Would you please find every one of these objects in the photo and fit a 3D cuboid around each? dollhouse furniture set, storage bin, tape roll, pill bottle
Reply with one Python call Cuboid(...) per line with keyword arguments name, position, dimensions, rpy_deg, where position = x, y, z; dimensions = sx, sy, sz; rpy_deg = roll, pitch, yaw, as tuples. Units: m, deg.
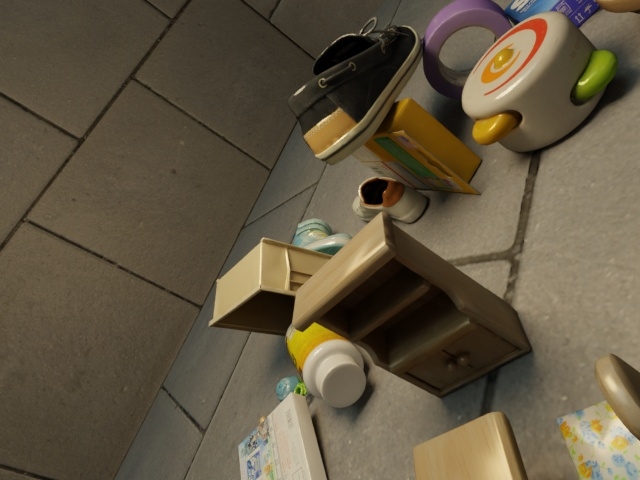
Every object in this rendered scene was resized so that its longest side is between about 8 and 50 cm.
Cuboid(name="dollhouse furniture set", position=(0.111, 0.199, 0.390), dimensions=(0.362, 0.256, 0.394), rpy_deg=(-45, 24, 32))
Cuboid(name="storage bin", position=(-0.089, 0.129, 0.960), dimensions=(0.262, 0.260, 0.123), rpy_deg=(-38, 46, 44))
Cuboid(name="tape roll", position=(0.319, -0.414, 0.875), dimensions=(0.189, 0.189, 0.080), rpy_deg=(-40, 26, 40))
Cuboid(name="pill bottle", position=(0.009, 0.228, 0.782), dimensions=(0.117, 0.117, 0.215), rpy_deg=(-59, 20, -1))

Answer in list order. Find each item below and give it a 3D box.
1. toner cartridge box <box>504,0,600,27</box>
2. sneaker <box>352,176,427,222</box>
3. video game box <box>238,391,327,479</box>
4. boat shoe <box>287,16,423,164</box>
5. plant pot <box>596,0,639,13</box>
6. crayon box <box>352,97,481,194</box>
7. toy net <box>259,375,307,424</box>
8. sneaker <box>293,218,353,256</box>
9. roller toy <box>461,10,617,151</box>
Cuboid(name="toner cartridge box", position=(0.525, -0.536, 0.735), dimensions=(0.348, 0.075, 0.165), rpy_deg=(-46, 26, 30))
Cuboid(name="sneaker", position=(0.132, -0.112, 0.977), dimensions=(0.106, 0.123, 0.290), rpy_deg=(-63, 20, -7))
Cuboid(name="video game box", position=(-0.075, 0.426, 0.742), dimensions=(0.187, 0.048, 0.205), rpy_deg=(-47, 34, 16))
Cuboid(name="boat shoe", position=(0.081, -0.351, 0.827), dimensions=(0.186, 0.156, 0.500), rpy_deg=(-27, 26, 45))
Cuboid(name="plant pot", position=(0.504, -0.388, 0.525), dimensions=(0.237, 0.109, 0.237), rpy_deg=(-46, 24, 29))
Cuboid(name="crayon box", position=(0.185, -0.191, 0.849), dimensions=(0.083, 0.203, 0.323), rpy_deg=(-58, 21, -1))
Cuboid(name="toy net", position=(-0.088, 0.411, 0.863), dimensions=(0.122, 0.045, 0.232), rpy_deg=(-1, 61, 51))
Cuboid(name="sneaker", position=(0.000, 0.000, 1.116), dimensions=(0.319, 0.127, 0.208), rpy_deg=(-31, 35, 50))
Cuboid(name="roller toy", position=(0.341, -0.260, 0.666), dimensions=(0.209, 0.146, 0.191), rpy_deg=(-44, 24, 36))
